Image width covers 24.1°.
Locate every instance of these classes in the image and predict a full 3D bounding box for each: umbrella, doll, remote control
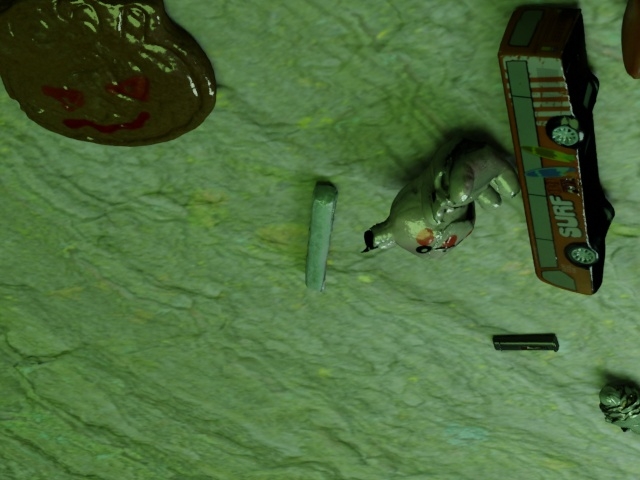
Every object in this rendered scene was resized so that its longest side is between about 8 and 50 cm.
[{"bbox_3d":[0.447,0.245,2.125,0.143,0.062,0.067,32,160,-30],"label":"umbrella"},{"bbox_3d":[0.147,-0.048,1.813,0.149,0.095,0.192,-14,154,-41],"label":"doll"},{"bbox_3d":[0.285,0.145,2.085,0.091,0.016,0.034,-2,144,21],"label":"remote control"}]

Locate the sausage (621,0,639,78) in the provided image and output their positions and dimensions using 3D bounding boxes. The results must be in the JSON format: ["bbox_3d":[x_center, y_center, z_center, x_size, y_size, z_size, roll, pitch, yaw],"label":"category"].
[{"bbox_3d":[0.353,-0.275,1.478,0.083,0.089,0.300,4,142,2],"label":"sausage"}]

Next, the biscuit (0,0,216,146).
[{"bbox_3d":[-0.266,-0.206,1.796,0.272,0.049,0.257,-7,137,23],"label":"biscuit"}]

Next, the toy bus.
[{"bbox_3d":[0.279,-0.093,1.728,0.092,0.093,0.409,7,142,22],"label":"toy bus"}]

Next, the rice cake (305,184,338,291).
[{"bbox_3d":[-0.001,0.000,1.979,0.033,0.033,0.208,10,142,3],"label":"rice cake"}]
